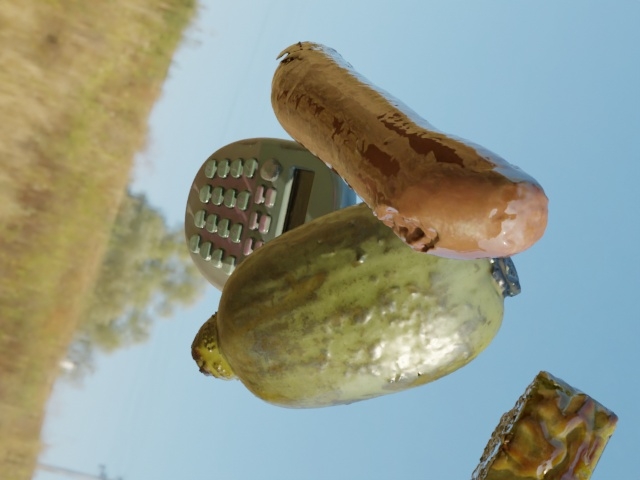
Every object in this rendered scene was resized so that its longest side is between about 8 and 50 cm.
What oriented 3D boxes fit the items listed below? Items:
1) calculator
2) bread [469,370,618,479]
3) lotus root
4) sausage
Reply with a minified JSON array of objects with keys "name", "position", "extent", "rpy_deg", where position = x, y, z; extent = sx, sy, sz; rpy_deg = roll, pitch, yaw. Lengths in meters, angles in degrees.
[{"name":"calculator","position":[-0.045,-0.015,1.321],"extent":[0.298,0.041,0.186],"rpy_deg":[14,-87,44]},{"name":"bread","position":[0.185,0.231,1.149],"extent":[0.181,0.096,0.222],"rpy_deg":[-57,171,-24]},{"name":"lotus root","position":[0.023,0.065,1.110],"extent":[0.309,0.173,0.173],"rpy_deg":[-21,-142,13]},{"name":"sausage","position":[0.020,-0.035,0.440],"extent":[0.043,0.043,0.186],"rpy_deg":[-69,-154,14]}]
